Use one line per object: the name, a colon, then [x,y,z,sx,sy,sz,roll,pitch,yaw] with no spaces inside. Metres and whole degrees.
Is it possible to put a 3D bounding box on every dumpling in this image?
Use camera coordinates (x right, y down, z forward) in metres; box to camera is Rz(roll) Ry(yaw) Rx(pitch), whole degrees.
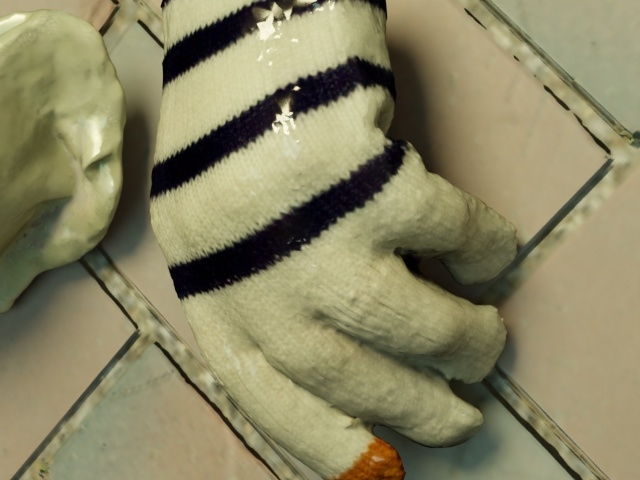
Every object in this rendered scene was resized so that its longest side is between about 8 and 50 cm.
dumpling: [-0.186,-0.022,0.597,0.229,0.124,0.151,-21,126,17]

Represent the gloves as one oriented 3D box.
gloves: [-0.004,-0.001,0.508,0.140,0.131,0.219,-10,83,27]
